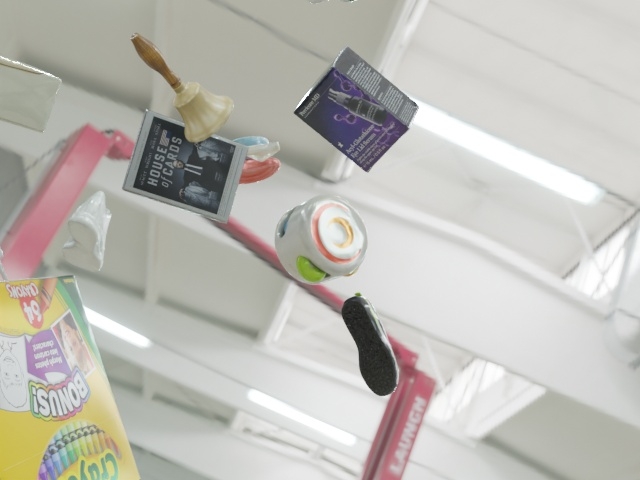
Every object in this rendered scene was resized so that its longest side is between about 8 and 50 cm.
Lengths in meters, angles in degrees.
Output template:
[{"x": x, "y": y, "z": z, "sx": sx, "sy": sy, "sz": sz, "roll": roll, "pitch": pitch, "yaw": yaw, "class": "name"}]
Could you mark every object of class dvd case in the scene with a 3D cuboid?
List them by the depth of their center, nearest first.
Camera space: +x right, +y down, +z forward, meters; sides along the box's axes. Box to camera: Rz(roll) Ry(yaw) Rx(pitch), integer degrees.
[{"x": -0.288, "y": -0.157, "z": 2.049, "sx": 0.239, "sy": 0.179, "sz": 0.030, "roll": 18, "pitch": -9, "yaw": -24, "class": "dvd case"}]

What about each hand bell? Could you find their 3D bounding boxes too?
[{"x": -0.296, "y": -0.321, "z": 1.910, "sx": 0.126, "sy": 0.126, "sz": 0.242, "roll": -2, "pitch": -37, "yaw": 42, "class": "hand bell"}]

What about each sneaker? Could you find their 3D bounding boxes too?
[{"x": -0.417, "y": -0.016, "z": 1.748, "sx": 0.080, "sy": 0.094, "sz": 0.212, "roll": 25, "pitch": -31, "yaw": -6, "class": "sneaker"}, {"x": 0.122, "y": 0.222, "z": 2.089, "sx": 0.084, "sy": 0.234, "sz": 0.097, "roll": -21, "pitch": -8, "yaw": 22, "class": "sneaker"}]

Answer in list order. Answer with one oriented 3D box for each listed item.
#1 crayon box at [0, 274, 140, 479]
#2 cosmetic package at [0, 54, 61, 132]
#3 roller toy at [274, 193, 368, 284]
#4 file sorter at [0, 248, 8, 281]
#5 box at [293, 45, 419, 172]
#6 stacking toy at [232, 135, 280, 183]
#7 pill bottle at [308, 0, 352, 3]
[{"x": -0.379, "y": 0.212, "z": 1.213, "sx": 0.106, "sy": 0.313, "sz": 0.363, "roll": -21, "pitch": -3, "yaw": 9, "class": "crayon box"}, {"x": -0.642, "y": -0.298, "z": 1.697, "sx": 0.160, "sy": 0.113, "sz": 0.309, "roll": 25, "pitch": 7, "yaw": 36, "class": "cosmetic package"}, {"x": 0.000, "y": 0.000, "z": 2.196, "sx": 0.209, "sy": 0.191, "sz": 0.146, "roll": -11, "pitch": -8, "yaw": -38, "class": "roller toy"}, {"x": -0.724, "y": 0.038, "z": 1.710, "sx": 0.173, "sy": 0.278, "sz": 0.192, "roll": 49, "pitch": -25, "yaw": 49, "class": "file sorter"}, {"x": 0.075, "y": -0.272, "z": 1.982, "sx": 0.207, "sy": 0.108, "sz": 0.153, "roll": 37, "pitch": -51, "yaw": -8, "class": "box"}, {"x": -0.256, "y": -0.232, "z": 2.413, "sx": 0.309, "sy": 0.130, "sz": 0.279, "roll": -9, "pitch": -13, "yaw": -18, "class": "stacking toy"}, {"x": 0.068, "y": -0.447, "z": 1.508, "sx": 0.208, "sy": 0.117, "sz": 0.117, "roll": -11, "pitch": -41, "yaw": 27, "class": "pill bottle"}]
